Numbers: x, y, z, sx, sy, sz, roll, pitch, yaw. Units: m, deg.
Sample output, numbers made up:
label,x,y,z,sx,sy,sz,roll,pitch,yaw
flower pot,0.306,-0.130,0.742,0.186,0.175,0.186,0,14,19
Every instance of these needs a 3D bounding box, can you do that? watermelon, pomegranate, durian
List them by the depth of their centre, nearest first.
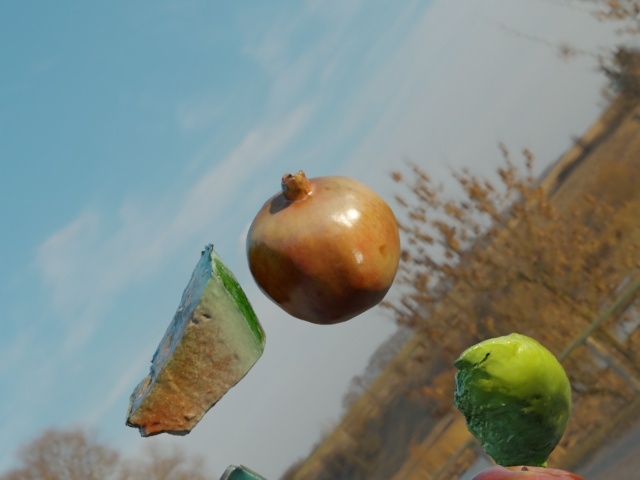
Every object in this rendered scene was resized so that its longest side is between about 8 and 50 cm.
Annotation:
label,x,y,z,sx,sy,sz,roll,pitch,yaw
durian,0.239,0.193,1.331,0.139,0.101,0.250,-41,-44,-19
watermelon,-0.176,0.168,1.715,0.302,0.151,0.264,-63,10,0
pomegranate,0.000,0.000,1.760,0.252,0.270,0.229,-6,40,38

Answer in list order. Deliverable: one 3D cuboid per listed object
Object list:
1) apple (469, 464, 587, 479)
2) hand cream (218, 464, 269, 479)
label,x,y,z,sx,sy,sz,roll,pitch,yaw
apple,0.312,0.440,1.600,0.230,0.230,0.230,-48,-10,-11
hand cream,-0.048,0.280,1.059,0.083,0.048,0.224,-51,-41,-2
